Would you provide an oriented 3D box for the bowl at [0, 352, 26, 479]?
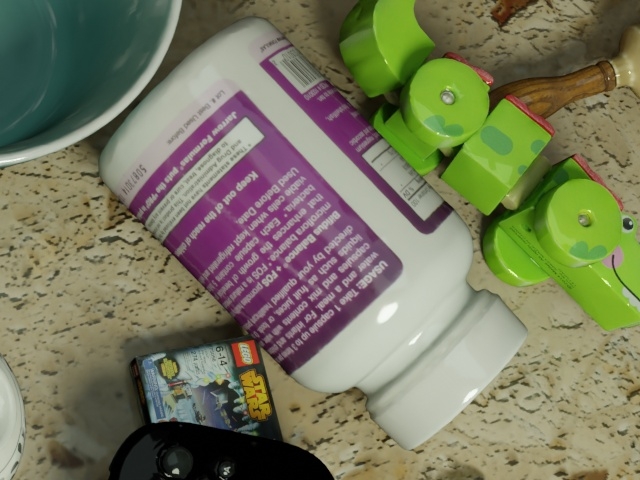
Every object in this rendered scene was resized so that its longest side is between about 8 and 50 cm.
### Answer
[{"bbox_3d":[-0.247,0.113,0.978,0.170,0.080,0.170,20,61,-40],"label":"bowl"}]

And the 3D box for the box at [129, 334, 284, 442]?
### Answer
[{"bbox_3d":[-0.075,0.142,1.093,0.094,0.027,0.137,-10,75,-22],"label":"box"}]

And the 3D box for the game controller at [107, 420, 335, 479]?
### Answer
[{"bbox_3d":[-0.082,0.283,1.002,0.166,0.067,0.319,12,77,-13],"label":"game controller"}]

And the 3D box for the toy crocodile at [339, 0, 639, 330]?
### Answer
[{"bbox_3d":[0.144,-0.059,1.188,0.340,0.115,0.105,43,68,-1],"label":"toy crocodile"}]

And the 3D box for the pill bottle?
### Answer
[{"bbox_3d":[0.000,0.000,1.091,0.301,0.169,0.169,46,64,1],"label":"pill bottle"}]

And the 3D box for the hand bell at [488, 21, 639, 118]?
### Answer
[{"bbox_3d":[0.227,-0.133,1.271,0.242,0.126,0.126,-18,78,-10],"label":"hand bell"}]

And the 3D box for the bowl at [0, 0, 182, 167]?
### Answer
[{"bbox_3d":[-0.263,-0.167,1.060,0.311,0.163,0.311,6,69,-17],"label":"bowl"}]
